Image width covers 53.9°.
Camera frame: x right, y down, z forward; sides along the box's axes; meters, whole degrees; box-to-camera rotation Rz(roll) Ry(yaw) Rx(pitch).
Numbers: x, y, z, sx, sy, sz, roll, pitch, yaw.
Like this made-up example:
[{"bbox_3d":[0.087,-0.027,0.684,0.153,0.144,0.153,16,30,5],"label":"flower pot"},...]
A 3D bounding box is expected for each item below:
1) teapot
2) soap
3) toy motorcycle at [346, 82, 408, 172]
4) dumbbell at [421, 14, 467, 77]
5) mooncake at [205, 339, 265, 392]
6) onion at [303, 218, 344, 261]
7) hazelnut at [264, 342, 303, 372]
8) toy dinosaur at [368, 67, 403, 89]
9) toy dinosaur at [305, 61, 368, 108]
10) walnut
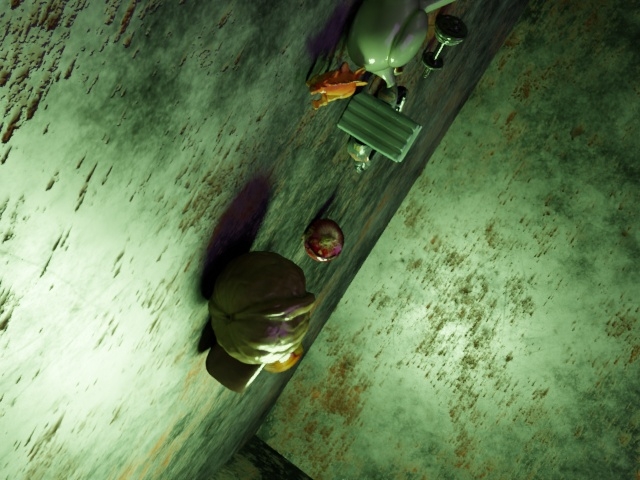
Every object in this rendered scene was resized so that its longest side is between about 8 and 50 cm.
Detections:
[{"bbox_3d":[0.191,-0.515,1.424,0.318,0.149,0.220,-55,170,2],"label":"teapot"},{"bbox_3d":[0.161,-0.314,1.726,0.119,0.198,0.066,-60,169,15],"label":"soap"},{"bbox_3d":[0.174,-0.342,1.941,0.307,0.108,0.173,-62,162,18],"label":"toy motorcycle"},{"bbox_3d":[0.391,-0.628,2.061,0.110,0.110,0.254,-49,173,-32],"label":"dumbbell"},{"bbox_3d":[-0.206,0.294,1.902,0.325,0.174,0.334,-50,175,-18],"label":"mooncake"},{"bbox_3d":[0.000,0.000,2.181,0.150,0.150,0.140,-53,-162,-16],"label":"onion"},{"bbox_3d":[-0.172,0.397,2.413,0.210,0.210,0.186,109,-4,-52],"label":"hazelnut"},{"bbox_3d":[0.195,-0.510,1.691,0.212,0.057,0.142,-56,157,-5],"label":"toy dinosaur"},{"bbox_3d":[0.049,-0.351,1.401,0.117,0.070,0.288,-20,-173,26],"label":"toy dinosaur"},{"bbox_3d":[-0.153,0.172,1.640,0.285,0.286,0.296,-23,109,-69],"label":"walnut"}]
